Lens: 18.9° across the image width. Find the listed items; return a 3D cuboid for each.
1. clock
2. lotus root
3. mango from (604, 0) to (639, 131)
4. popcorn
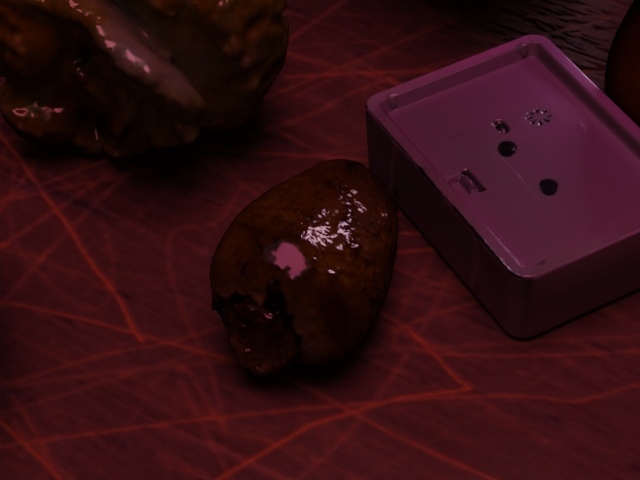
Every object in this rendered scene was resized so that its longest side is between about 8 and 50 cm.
[{"bbox_3d":[0.135,-0.039,1.263,0.150,0.063,0.197,-23,49,-19],"label":"clock"},{"bbox_3d":[0.000,0.000,1.213,0.108,0.094,0.190,40,44,-9],"label":"lotus root"},{"bbox_3d":[0.321,-0.146,1.258,0.201,0.287,0.152,28,11,-17],"label":"mango"},{"bbox_3d":[-0.129,-0.161,1.303,0.221,0.204,0.183,11,45,32],"label":"popcorn"}]
